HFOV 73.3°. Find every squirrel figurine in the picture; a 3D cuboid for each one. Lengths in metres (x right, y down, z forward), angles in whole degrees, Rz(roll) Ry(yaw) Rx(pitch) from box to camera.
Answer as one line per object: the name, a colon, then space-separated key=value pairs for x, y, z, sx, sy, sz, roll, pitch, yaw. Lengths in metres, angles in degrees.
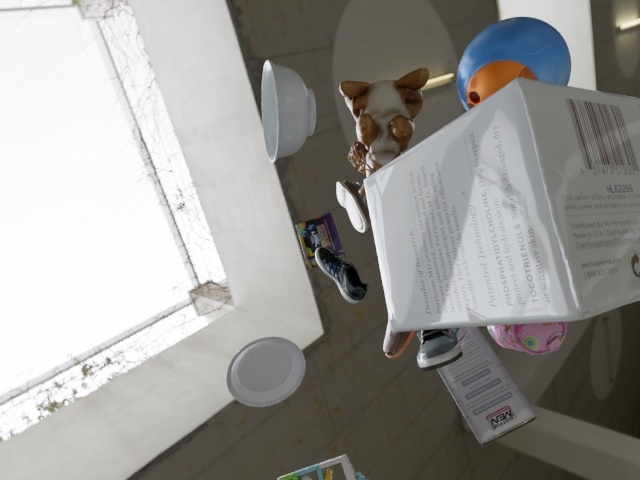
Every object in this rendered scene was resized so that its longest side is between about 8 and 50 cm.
squirrel figurine: x=0.224 y=-0.334 z=1.489 sx=0.280 sy=0.397 sz=0.371 roll=-6 pitch=-91 yaw=3

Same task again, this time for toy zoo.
toy zoo: x=0.020 y=0.801 z=1.347 sx=0.030 sy=0.293 sz=0.193 roll=31 pitch=-144 yaw=-65

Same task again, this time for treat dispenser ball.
treat dispenser ball: x=0.524 y=-0.454 z=1.183 sx=0.288 sy=0.288 sz=0.289 roll=-3 pitch=-86 yaw=-41

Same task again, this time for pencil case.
pencil case: x=0.498 y=0.216 z=1.058 sx=0.284 sy=0.124 sz=0.124 roll=49 pitch=-125 yaw=-74

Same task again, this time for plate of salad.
plate of salad: x=-0.134 y=0.326 z=1.071 sx=0.199 sy=0.199 sz=0.048 roll=-39 pitch=-42 yaw=-33

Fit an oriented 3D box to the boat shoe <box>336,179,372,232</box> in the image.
boat shoe: x=0.151 y=-0.142 z=1.690 sx=0.096 sy=0.324 sz=0.117 roll=-8 pitch=-56 yaw=-13

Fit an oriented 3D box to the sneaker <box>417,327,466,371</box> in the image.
sneaker: x=0.270 y=0.181 z=1.033 sx=0.179 sy=0.123 sz=0.295 roll=67 pitch=-157 yaw=3

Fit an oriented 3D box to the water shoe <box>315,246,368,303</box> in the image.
water shoe: x=0.066 y=0.082 z=1.230 sx=0.072 sy=0.080 sz=0.203 roll=-19 pitch=-118 yaw=-42

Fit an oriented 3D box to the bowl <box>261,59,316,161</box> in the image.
bowl: x=-0.094 y=-0.392 z=1.315 sx=0.133 sy=0.298 sz=0.298 roll=-6 pitch=-83 yaw=-14

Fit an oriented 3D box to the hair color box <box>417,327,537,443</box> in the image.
hair color box: x=0.488 y=0.428 z=1.374 sx=0.185 sy=0.375 sz=0.114 roll=-30 pitch=-37 yaw=5

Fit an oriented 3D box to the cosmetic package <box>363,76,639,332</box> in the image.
cosmetic package: x=0.338 y=-0.029 z=0.776 sx=0.329 sy=0.393 sz=0.328 roll=-5 pitch=-101 yaw=-27

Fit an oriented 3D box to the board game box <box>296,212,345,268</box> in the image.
board game box: x=0.000 y=0.000 z=1.571 sx=0.048 sy=0.140 sz=0.171 roll=55 pitch=-164 yaw=-66

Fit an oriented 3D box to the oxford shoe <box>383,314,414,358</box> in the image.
oxford shoe: x=0.295 y=0.270 z=1.669 sx=0.132 sy=0.130 sz=0.364 roll=24 pitch=-103 yaw=-26
